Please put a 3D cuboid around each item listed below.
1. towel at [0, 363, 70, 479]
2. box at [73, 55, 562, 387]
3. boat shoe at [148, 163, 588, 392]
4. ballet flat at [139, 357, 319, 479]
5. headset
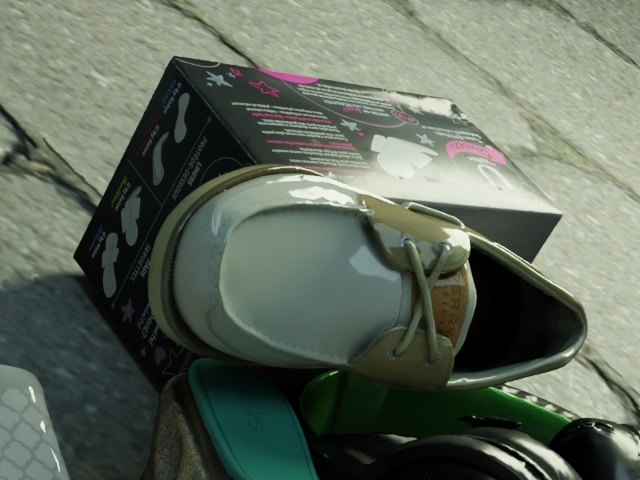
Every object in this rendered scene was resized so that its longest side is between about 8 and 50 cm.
[{"bbox_3d":[-0.230,0.144,0.817,0.332,0.053,0.317,12,29,-32],"label":"towel"},{"bbox_3d":[0.000,0.000,1.210,0.247,0.163,0.142,5,34,-41],"label":"box"},{"bbox_3d":[0.038,0.024,1.034,0.103,0.113,0.302,10,2,39],"label":"boat shoe"},{"bbox_3d":[-0.032,0.167,0.904,0.107,0.106,0.316,22,15,-16],"label":"ballet flat"},{"bbox_3d":[0.136,0.141,1.036,0.243,0.185,0.394,2,22,-41],"label":"headset"}]
